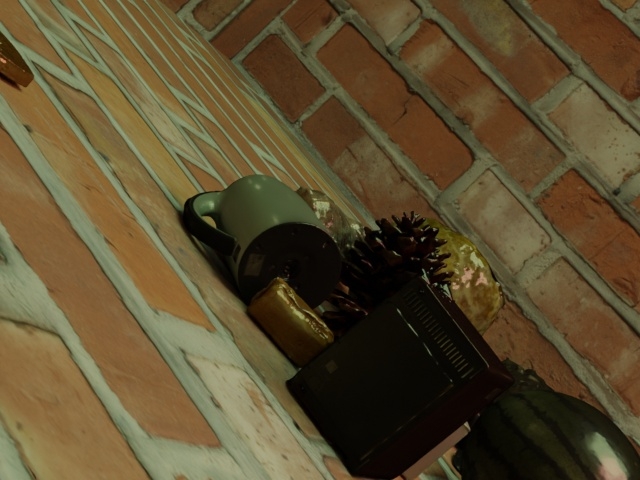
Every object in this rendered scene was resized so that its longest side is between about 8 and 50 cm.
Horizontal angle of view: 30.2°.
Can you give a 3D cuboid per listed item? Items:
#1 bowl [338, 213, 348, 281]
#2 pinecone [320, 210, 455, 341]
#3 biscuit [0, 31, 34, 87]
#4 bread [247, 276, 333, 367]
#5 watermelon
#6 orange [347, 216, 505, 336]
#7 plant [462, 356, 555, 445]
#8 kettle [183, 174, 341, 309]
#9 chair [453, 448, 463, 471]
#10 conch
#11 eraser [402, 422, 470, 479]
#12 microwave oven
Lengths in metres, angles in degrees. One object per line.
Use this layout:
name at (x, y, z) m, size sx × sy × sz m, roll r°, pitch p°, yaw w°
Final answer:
bowl at (0.038, 0.016, 2.599) m, size 0.211 × 0.112 × 0.211 m, roll 47°, pitch 7°, yaw -7°
pinecone at (0.125, 0.088, 2.102) m, size 0.246 × 0.292 × 0.246 m, roll 15°, pitch 1°, yaw 0°
biscuit at (-0.476, -0.292, 1.612) m, size 0.221 × 0.029 × 0.142 m, roll 47°, pitch 6°, yaw -8°
bread at (-0.044, 0.121, 1.740) m, size 0.132 × 0.074 × 0.053 m, roll 46°, pitch 18°, yaw 0°
watermelon at (0.379, 0.398, 1.887) m, size 0.279 × 0.279 × 0.359 m, roll 40°, pitch 5°, yaw -45°
orange at (0.171, 0.097, 2.348) m, size 0.368 × 0.210 × 0.271 m, roll -10°, pitch -88°, yaw 61°
plant at (0.390, 0.366, 2.402) m, size 0.215 × 0.213 × 0.312 m, roll 43°, pitch 5°, yaw -5°
kettle at (-0.103, -0.010, 1.850) m, size 0.221 × 0.161 × 0.236 m, roll 10°, pitch 23°, yaw -22°
chair at (0.356, 0.456, 2.168) m, size 0.140 × 0.221 × 0.145 m, roll 6°, pitch 85°, yaw -80°
conch at (0.000, 0.000, 2.229) m, size 0.245 × 0.163 × 0.178 m, roll 21°, pitch -9°, yaw -24°
eraser at (0.154, 0.269, 1.876) m, size 0.086 × 0.130 × 0.287 m, roll 44°, pitch 9°, yaw -7°
microwave oven at (0.115, 0.191, 1.630) m, size 0.178 × 0.247 × 0.188 m, roll 54°, pitch 10°, yaw 21°
